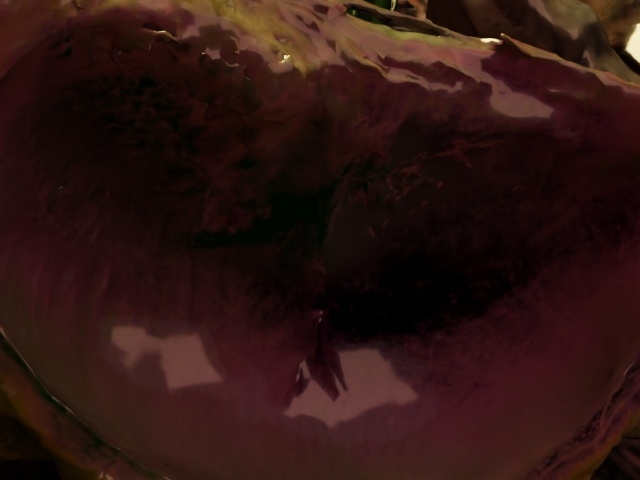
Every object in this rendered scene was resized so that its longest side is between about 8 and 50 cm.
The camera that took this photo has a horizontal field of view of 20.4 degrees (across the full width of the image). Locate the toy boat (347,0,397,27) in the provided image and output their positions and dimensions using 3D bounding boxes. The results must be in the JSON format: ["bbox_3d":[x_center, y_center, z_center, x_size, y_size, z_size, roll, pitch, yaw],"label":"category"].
[{"bbox_3d":[-0.015,-0.109,0.659,0.104,0.052,0.210,31,44,-22],"label":"toy boat"}]

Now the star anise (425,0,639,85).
[{"bbox_3d":[0.128,-0.014,0.675,0.229,0.093,0.236,28,42,-21],"label":"star anise"}]

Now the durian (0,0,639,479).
[{"bbox_3d":[-0.006,0.011,0.505,0.261,0.154,0.186,23,62,-9],"label":"durian"}]
